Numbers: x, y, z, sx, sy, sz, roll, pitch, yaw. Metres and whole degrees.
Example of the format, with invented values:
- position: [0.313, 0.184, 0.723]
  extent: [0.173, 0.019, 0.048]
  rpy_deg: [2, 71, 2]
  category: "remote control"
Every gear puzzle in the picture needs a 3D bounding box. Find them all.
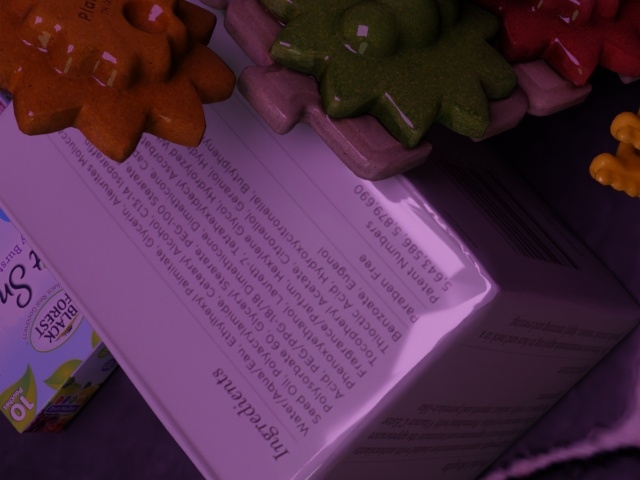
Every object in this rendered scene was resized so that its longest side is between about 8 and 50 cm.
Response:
- position: [0.020, -0.108, 0.572]
  extent: [0.175, 0.339, 0.044]
  rpy_deg: [50, 138, 21]
  category: "gear puzzle"

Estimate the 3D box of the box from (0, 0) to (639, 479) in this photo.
- position: [0.000, 0.000, 0.635]
  extent: [0.119, 0.181, 0.182]
  rpy_deg: [-46, 69, 14]
  category: "box"

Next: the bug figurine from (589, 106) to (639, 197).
- position: [0.211, -0.067, 0.553]
  extent: [0.216, 0.279, 0.072]
  rpy_deg: [-56, 22, 26]
  category: "bug figurine"

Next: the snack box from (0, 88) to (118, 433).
- position: [-0.139, 0.004, 0.777]
  extent: [0.141, 0.037, 0.100]
  rpy_deg: [46, 105, 21]
  category: "snack box"
